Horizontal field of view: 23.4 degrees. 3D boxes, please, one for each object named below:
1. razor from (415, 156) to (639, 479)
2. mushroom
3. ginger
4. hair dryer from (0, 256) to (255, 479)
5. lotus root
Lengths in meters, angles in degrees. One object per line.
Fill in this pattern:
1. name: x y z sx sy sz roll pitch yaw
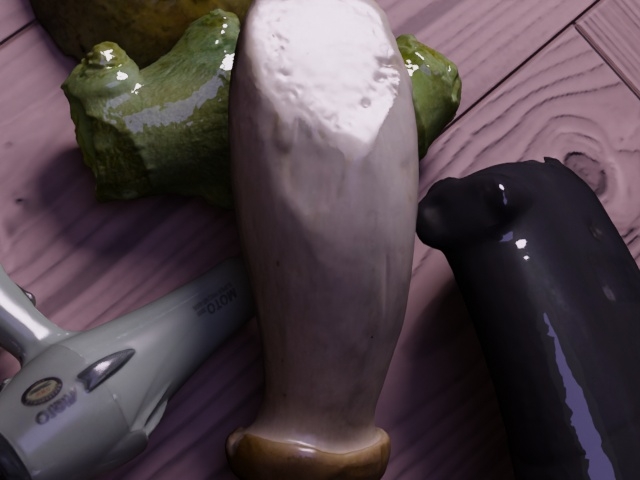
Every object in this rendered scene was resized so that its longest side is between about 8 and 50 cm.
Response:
1. razor: 0.181 0.109 1.044 0.204 0.113 0.349 4 65 -58
2. mushroom: 0.000 0.000 1.001 0.128 0.128 0.350 1 97 -16
3. ginger: -0.037 -0.089 1.084 0.290 0.089 0.137 4 76 -15
4. hair dryer: -0.160 0.025 1.030 0.229 0.092 0.267 -17 68 -28
5. lotus root: -0.118 -0.218 1.113 0.183 0.078 0.203 36 65 -3
